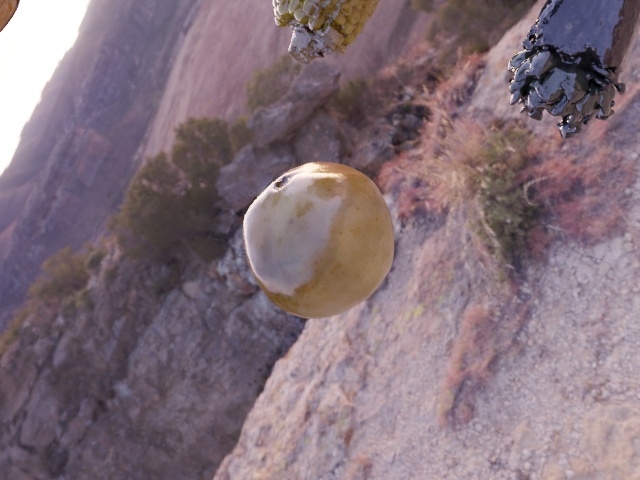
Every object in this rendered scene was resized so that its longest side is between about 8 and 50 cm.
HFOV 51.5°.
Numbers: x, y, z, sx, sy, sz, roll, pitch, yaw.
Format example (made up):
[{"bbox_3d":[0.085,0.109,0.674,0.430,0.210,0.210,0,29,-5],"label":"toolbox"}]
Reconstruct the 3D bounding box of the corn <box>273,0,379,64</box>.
[{"bbox_3d":[0.045,-0.354,0.757,0.322,0.119,0.119,-60,23,9],"label":"corn"}]

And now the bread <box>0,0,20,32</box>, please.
[{"bbox_3d":[-0.566,-0.395,1.021,0.149,0.143,0.158,44,99,23],"label":"bread"}]

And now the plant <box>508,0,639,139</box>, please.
[{"bbox_3d":[0.210,-0.156,0.535,0.092,0.094,0.143,-30,-36,-64],"label":"plant"}]

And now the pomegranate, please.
[{"bbox_3d":[-0.005,-0.004,0.946,0.233,0.233,0.233,-48,28,37],"label":"pomegranate"}]
